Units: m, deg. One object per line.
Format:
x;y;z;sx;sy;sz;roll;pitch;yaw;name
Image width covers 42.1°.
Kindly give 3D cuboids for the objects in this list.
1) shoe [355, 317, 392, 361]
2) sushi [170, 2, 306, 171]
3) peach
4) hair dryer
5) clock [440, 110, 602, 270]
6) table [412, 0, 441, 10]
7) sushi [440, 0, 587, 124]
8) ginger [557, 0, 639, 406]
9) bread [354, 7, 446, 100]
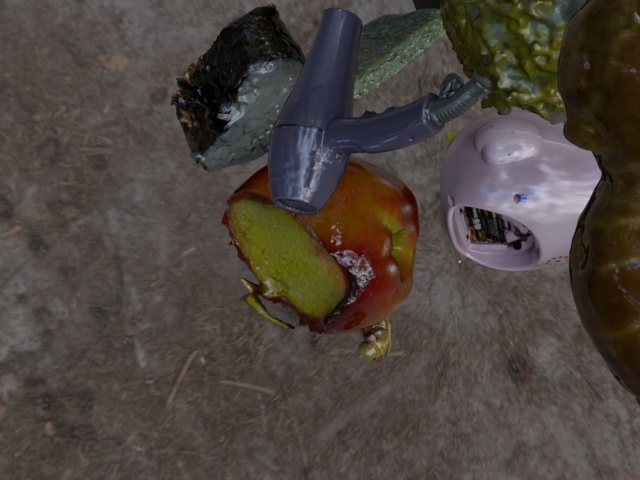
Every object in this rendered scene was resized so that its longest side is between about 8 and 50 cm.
0.104;0.189;1.693;0.072;0.069;0.109;38;124;48;shoe
-0.177;-0.297;1.646;0.348;0.234;0.207;-48;64;41;sushi
0.021;-0.004;1.582;0.406;0.310;0.335;15;125;48;peach
0.082;-0.188;1.110;0.361;0.121;0.301;0;71;47;hair dryer
0.437;-0.086;1.689;0.377;0.368;0.250;3;56;22;clock
0.157;-0.566;1.711;0.282;0.196;0.250;-13;109;39;table
0.336;-0.336;1.061;0.351;0.240;0.396;-16;49;2;sushi
0.286;-0.004;0.494;0.274;0.152;0.357;2;107;32;ginger
0.084;-0.334;1.464;0.286;0.207;0.056;-42;125;-28;bread
